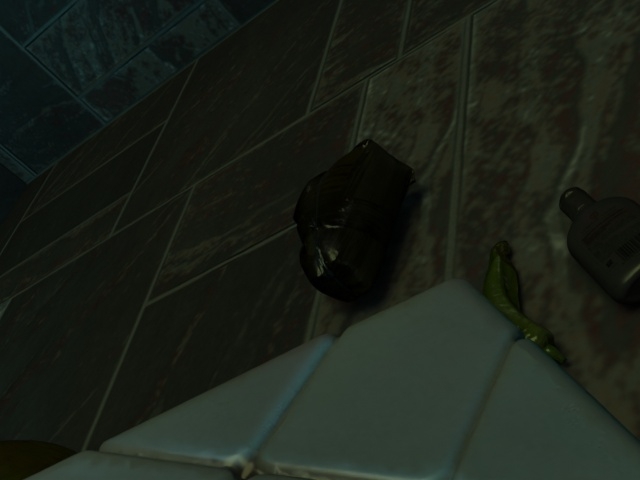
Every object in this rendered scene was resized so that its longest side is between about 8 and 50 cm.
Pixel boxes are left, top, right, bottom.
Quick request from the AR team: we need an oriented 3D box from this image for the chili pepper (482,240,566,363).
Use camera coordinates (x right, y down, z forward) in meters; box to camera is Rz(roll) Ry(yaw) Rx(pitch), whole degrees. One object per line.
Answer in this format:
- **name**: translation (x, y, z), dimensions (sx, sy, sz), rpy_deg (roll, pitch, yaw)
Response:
- **chili pepper**: translation (0.187, 0.061, 0.857), dimensions (0.049, 0.043, 0.208), rpy_deg (-50, 24, 21)

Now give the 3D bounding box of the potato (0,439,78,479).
- **potato**: translation (-0.259, 0.334, 0.581), dimensions (0.289, 0.296, 0.397), rpy_deg (20, 53, 21)

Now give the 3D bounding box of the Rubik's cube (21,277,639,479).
- **Rubik's cube**: translation (0.035, 0.260, 0.405), dimensions (0.318, 0.316, 0.322), rpy_deg (-25, 25, -7)

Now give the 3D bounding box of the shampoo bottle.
- **shampoo bottle**: translation (0.277, -0.005, 0.819), dimensions (0.080, 0.040, 0.165), rpy_deg (-42, 27, 10)

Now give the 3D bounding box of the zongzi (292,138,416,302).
- **zongzi**: translation (0.000, 0.000, 1.138), dimensions (0.242, 0.112, 0.221), rpy_deg (-28, 32, 46)
